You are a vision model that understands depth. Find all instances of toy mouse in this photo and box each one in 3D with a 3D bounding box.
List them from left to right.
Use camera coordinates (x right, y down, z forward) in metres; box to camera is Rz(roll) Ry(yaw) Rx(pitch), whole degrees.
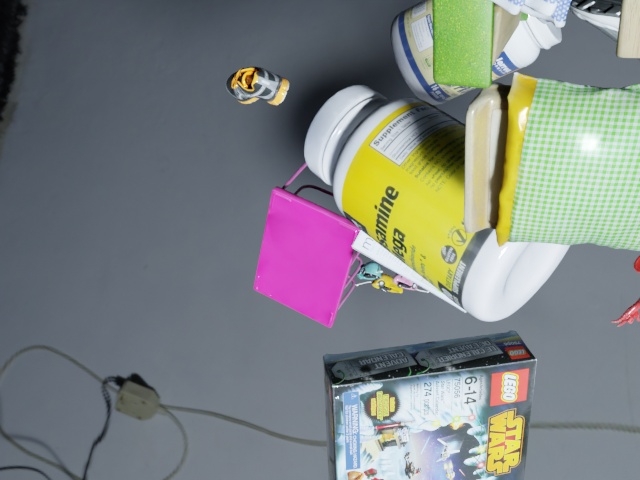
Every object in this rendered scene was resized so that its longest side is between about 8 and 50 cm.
[{"bbox_3d":[0.130,0.068,1.441,0.161,0.143,0.031,11,73,20],"label":"toy mouse"}]

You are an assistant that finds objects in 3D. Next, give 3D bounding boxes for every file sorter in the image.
[{"bbox_3d":[0.000,0.000,1.664,0.202,0.290,0.182,25,41,13],"label":"file sorter"}]

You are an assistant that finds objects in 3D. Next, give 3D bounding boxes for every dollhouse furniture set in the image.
[{"bbox_3d":[0.202,-0.089,0.575,0.198,0.301,0.151,7,34,21],"label":"dollhouse furniture set"}]

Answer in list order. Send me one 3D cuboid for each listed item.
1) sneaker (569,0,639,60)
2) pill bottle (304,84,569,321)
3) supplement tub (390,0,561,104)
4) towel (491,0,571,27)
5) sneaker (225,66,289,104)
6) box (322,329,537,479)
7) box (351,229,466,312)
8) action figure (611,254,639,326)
[{"bbox_3d":[0.376,-0.248,0.861,0.100,0.108,0.271,-40,51,3],"label":"sneaker"},{"bbox_3d":[0.139,-0.063,0.952,0.188,0.188,0.334,-47,58,-6],"label":"pill bottle"},{"bbox_3d":[0.337,-0.454,1.630,0.316,0.228,0.228,-20,62,31],"label":"supplement tub"},{"bbox_3d":[0.080,-0.269,0.349,0.209,0.285,0.034,38,48,24],"label":"towel"},{"bbox_3d":[-0.157,-0.355,1.669,0.215,0.083,0.084,16,88,52],"label":"sneaker"},{"bbox_3d":[0.051,0.113,0.364,0.094,0.137,0.027,-7,26,-8],"label":"box"},{"bbox_3d":[0.219,-0.049,1.298,0.231,0.127,0.262,29,100,13],"label":"box"},{"bbox_3d":[0.383,0.064,0.858,0.139,0.280,0.091,-51,45,19],"label":"action figure"}]
